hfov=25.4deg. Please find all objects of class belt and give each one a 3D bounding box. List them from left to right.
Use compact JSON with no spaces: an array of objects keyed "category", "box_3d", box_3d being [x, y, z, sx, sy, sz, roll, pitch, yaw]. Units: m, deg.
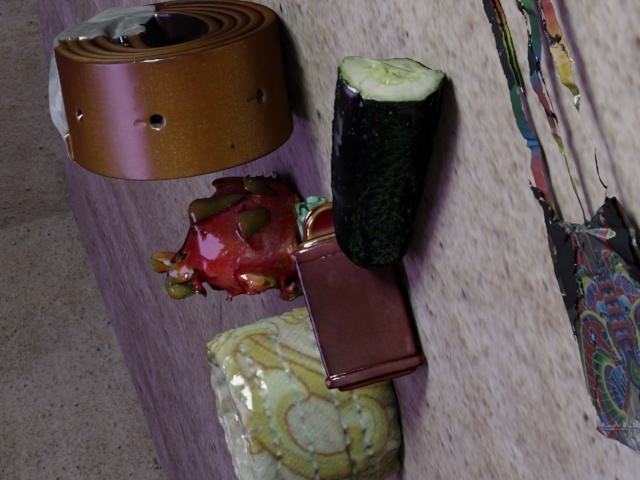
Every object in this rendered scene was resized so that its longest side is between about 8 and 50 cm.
[{"category":"belt","box_3d":[-0.145,-0.146,1.339,0.338,0.217,0.122,-136,35,-67]}]

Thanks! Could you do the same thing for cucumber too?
[{"category":"cucumber","box_3d":[0.041,-0.050,1.029,0.241,0.074,0.074,96,155,-57]}]

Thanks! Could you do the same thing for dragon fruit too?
[{"category":"dragon fruit","box_3d":[-0.089,0.005,1.462,0.150,0.207,0.133,19,-120,-54]}]

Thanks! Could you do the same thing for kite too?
[{"category":"kite","box_3d":[0.142,-0.016,0.785,0.152,0.015,0.285,146,109,-75]}]

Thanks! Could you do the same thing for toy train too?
[{"category":"toy train","box_3d":[0.000,0.000,1.311,0.053,0.033,0.083,150,105,-79]}]

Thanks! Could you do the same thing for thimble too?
[{"category":"thimble","box_3d":[-0.014,0.158,1.297,0.137,0.143,0.190,165,90,-75]}]

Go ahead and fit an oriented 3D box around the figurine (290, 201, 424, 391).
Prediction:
[{"category":"figurine","box_3d":[0.030,0.041,1.185,0.098,0.082,0.154,5,-110,-84]}]
